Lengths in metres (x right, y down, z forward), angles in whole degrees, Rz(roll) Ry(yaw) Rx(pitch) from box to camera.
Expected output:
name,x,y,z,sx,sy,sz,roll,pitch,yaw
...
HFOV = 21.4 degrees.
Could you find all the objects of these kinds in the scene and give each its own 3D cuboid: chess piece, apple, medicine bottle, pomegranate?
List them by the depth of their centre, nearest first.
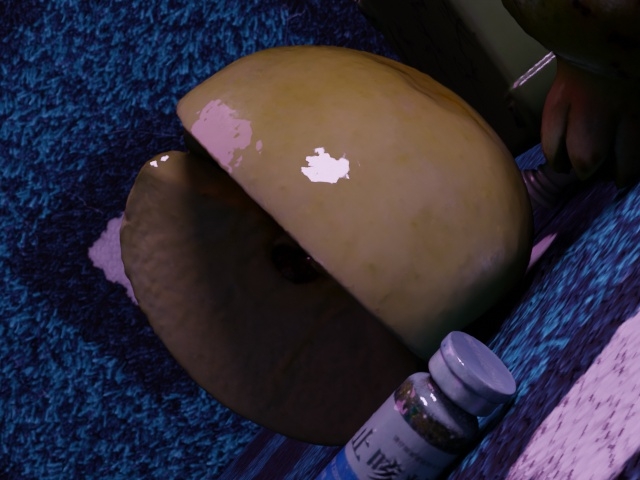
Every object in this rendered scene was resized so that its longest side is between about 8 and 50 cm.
name,x,y,z,sx,sy,sz,roll,pitch,yaw
medicine bottle,0.028,0.131,0.921,0.191,0.051,0.051,-51,-1,21
pomegranate,0.196,-0.160,1.067,0.241,0.190,0.159,-49,25,10
apple,0.015,-0.014,1.235,0.233,0.258,0.295,-39,-14,-32
chess piece,0.176,-0.038,1.387,0.149,0.059,0.059,-42,3,23

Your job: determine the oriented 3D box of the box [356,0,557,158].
name,x,y,z,sx,sy,sz,roll,pitch,yaw
box,0.156,-0.190,1.373,0.178,0.252,0.328,-37,-3,-4
